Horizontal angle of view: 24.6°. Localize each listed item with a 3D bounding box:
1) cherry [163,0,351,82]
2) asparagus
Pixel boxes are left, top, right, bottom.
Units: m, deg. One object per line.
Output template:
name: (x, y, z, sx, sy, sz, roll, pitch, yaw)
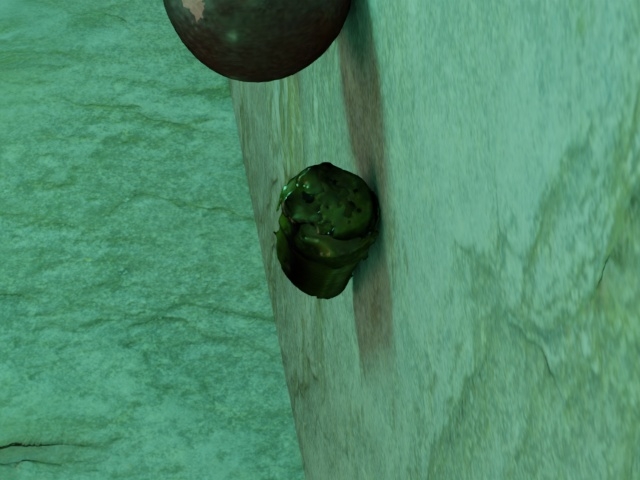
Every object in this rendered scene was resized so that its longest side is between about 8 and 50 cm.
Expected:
cherry: (-0.070, -0.307, 1.689, 0.307, 0.221, 0.261, 56, -148, -75)
asparagus: (0.000, 0.000, 1.886, 0.108, 0.128, 0.382, -62, -2, -12)
